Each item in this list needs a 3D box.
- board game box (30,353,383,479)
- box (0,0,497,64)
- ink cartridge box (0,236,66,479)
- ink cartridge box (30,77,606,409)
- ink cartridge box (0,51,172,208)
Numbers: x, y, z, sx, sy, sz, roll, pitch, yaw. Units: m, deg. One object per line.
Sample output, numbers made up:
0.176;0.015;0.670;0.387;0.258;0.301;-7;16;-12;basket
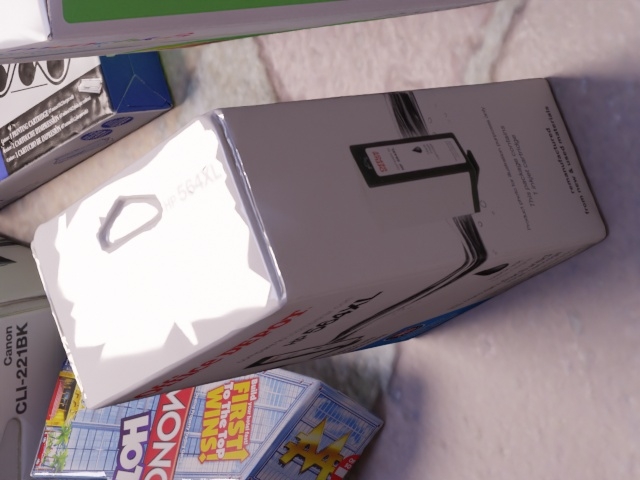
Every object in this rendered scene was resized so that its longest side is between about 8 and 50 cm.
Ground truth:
-0.069;0.132;0.924;0.194;0.060;0.194;-6;62;39;board game box
-0.089;-0.150;0.792;0.231;0.262;0.126;0;98;45;box
-0.249;0.096;1.112;0.273;0.114;0.197;18;111;44;ink cartridge box
0.000;0.000;0.769;0.148;0.203;0.086;-31;75;45;ink cartridge box
-0.177;-0.088;1.051;0.207;0.046;0.097;-25;79;46;ink cartridge box
